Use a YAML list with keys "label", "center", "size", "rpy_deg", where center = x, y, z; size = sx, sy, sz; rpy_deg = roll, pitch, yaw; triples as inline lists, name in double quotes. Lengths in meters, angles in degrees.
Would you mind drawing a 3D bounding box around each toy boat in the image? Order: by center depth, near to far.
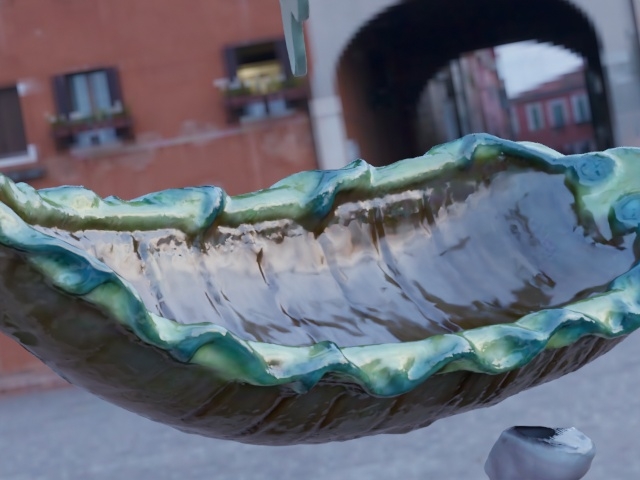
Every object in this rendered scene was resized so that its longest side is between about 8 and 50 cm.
- label: "toy boat"
  center: [-0.006, 0.009, 0.483]
  size: [0.293, 0.099, 0.108]
  rpy_deg: [-1, 34, -44]

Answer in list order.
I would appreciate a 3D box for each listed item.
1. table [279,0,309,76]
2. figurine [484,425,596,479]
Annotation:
- label: "table"
  center: [-0.024, -0.187, 0.818]
  size: [0.167, 0.166, 0.198]
  rpy_deg: [-9, -15, -5]
- label: "figurine"
  center: [0.100, 0.213, 0.514]
  size: [0.176, 0.287, 0.186]
  rpy_deg: [12, 9, -24]
